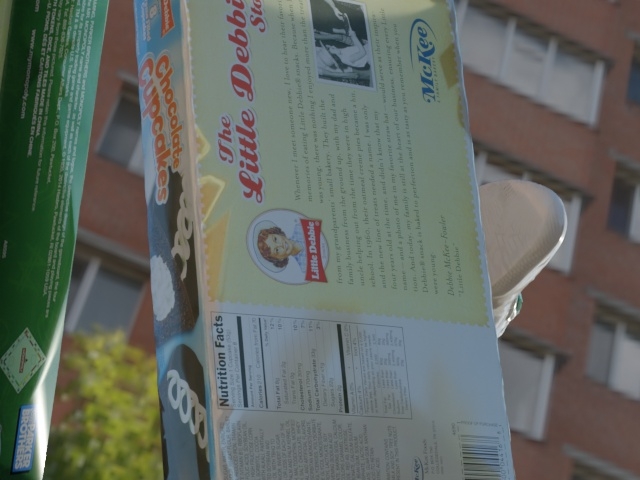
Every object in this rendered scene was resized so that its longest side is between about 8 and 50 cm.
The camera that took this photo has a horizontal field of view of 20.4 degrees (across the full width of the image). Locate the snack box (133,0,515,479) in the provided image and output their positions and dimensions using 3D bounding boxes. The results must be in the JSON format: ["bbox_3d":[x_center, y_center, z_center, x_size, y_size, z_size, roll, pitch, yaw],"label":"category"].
[{"bbox_3d":[0.000,0.000,0.972,0.187,0.322,0.060,7,-23,-31],"label":"snack box"}]

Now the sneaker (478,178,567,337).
[{"bbox_3d":[0.115,0.030,1.255,0.094,0.080,0.212,14,-38,-32],"label":"sneaker"}]

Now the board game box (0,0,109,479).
[{"bbox_3d":[-0.168,-0.057,0.599,0.213,0.317,0.046,13,7,35],"label":"board game box"}]
